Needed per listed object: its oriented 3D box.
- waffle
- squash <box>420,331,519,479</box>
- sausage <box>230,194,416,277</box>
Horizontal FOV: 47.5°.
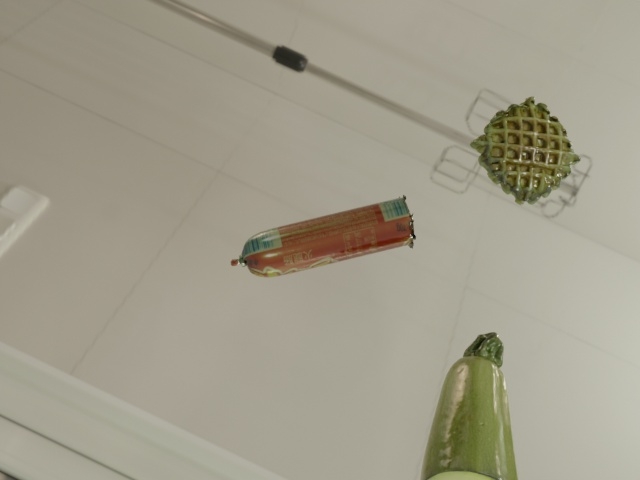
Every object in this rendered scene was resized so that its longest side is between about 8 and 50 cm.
[{"bbox_3d":[0.436,-0.187,1.540,0.208,0.214,0.054,-41,-171,-16],"label":"waffle"},{"bbox_3d":[0.212,0.249,1.025,0.288,0.137,0.137,-72,-176,-53],"label":"squash"},{"bbox_3d":[0.000,0.000,1.038,0.083,0.263,0.083,167,-90,-87],"label":"sausage"}]
